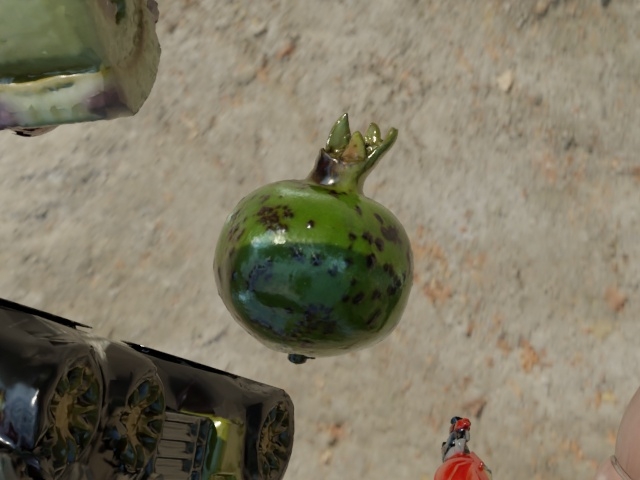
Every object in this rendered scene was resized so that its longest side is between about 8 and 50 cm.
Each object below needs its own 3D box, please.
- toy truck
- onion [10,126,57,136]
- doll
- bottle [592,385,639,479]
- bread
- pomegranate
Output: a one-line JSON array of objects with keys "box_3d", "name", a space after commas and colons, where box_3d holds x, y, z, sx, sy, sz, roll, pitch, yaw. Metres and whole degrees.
[{"box_3d": [-0.164, 0.165, 0.890, 0.180, 0.405, 0.254, 10, 85, 21], "name": "toy truck"}, {"box_3d": [-0.281, -0.193, 1.460, 0.147, 0.184, 0.184, -28, 106, 8], "name": "onion"}, {"box_3d": [0.133, 0.233, 1.485, 0.057, 0.169, 0.109, 15, 117, -14], "name": "doll"}, {"box_3d": [0.427, 0.211, 1.675, 0.206, 0.173, 0.297, 21, 106, -34], "name": "bottle"}, {"box_3d": [-0.295, -0.170, 1.074, 0.338, 0.155, 0.187, -4, 130, 14], "name": "bread"}, {"box_3d": [0.000, 0.000, 1.573, 0.211, 0.211, 0.263, 13, 96, 6], "name": "pomegranate"}]
